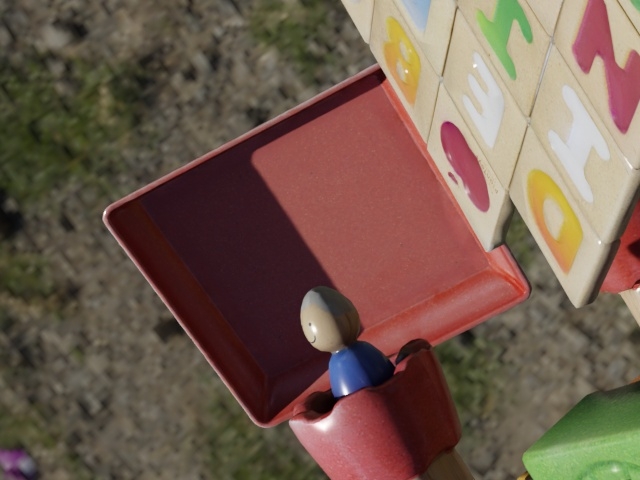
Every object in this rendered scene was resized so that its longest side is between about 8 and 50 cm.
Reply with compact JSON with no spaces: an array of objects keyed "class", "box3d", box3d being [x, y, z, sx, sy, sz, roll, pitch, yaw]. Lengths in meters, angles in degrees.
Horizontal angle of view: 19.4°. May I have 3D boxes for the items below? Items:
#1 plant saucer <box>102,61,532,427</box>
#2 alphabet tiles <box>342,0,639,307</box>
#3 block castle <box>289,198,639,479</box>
[{"class":"plant saucer","box3d":[0.000,0.000,1.490,0.258,0.047,0.259,-27,123,10]},{"class":"alphabet tiles","box3d":[0.044,-0.138,0.674,0.285,0.011,0.342,61,166,22]},{"class":"block castle","box3d":[0.209,0.019,0.869,0.213,0.303,0.453,58,149,-5]}]
